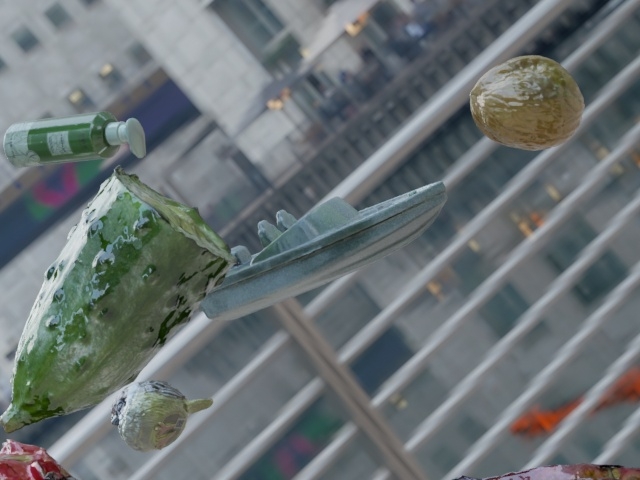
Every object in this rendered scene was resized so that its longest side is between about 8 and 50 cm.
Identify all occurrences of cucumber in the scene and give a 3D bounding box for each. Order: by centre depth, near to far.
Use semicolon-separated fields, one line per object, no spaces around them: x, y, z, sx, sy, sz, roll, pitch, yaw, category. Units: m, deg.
-0.189;0.066;1.364;0.244;0.134;0.134;-51;2;3;cucumber

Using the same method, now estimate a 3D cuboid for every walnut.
0.218;-0.145;1.707;0.105;0.124;0.105;-171;90;-73;walnut

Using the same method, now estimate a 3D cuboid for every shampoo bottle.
-0.309;-0.127;2.042;0.204;0.065;0.065;-3;26;34;shampoo bottle

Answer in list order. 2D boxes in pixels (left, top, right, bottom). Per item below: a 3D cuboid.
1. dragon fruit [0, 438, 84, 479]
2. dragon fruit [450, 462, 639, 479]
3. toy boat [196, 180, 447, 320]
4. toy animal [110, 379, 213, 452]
-0.309;0.260;1.458;0.262;0.189;0.163;105;175;-60;dragon fruit
0.262;0.411;1.774;0.314;0.263;0.296;-11;-29;17;dragon fruit
0.000;0.000;1.747;0.319;0.092;0.141;-22;4;27;toy boat
-0.222;0.229;2.193;0.137;0.098;0.098;-26;-7;-34;toy animal
